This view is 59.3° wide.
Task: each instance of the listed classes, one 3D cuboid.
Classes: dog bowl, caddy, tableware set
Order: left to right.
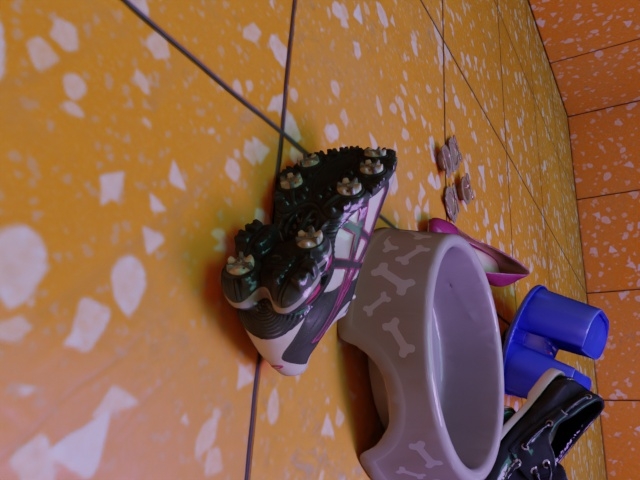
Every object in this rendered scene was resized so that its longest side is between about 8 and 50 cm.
[{"bbox_3d":[0.150,0.148,0.730,0.349,0.102,0.348,24,61,-56],"label":"dog bowl"},{"bbox_3d":[0.252,-0.119,1.053,0.169,0.020,0.141,-38,115,-56],"label":"tableware set"},{"bbox_3d":[0.482,0.231,1.201,0.341,0.179,0.241,29,80,-54],"label":"caddy"}]

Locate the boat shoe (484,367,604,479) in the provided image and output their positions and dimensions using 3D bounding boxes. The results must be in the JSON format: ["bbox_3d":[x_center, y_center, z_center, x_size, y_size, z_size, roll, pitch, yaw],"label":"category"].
[{"bbox_3d":[0.348,0.348,0.895,0.340,0.113,0.127,-35,127,-34],"label":"boat shoe"}]

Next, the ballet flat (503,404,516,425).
[{"bbox_3d":[0.268,0.285,0.925,0.073,0.067,0.206,-51,141,4],"label":"ballet flat"}]

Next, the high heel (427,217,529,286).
[{"bbox_3d":[0.264,0.020,0.939,0.244,0.117,0.082,43,47,-47],"label":"high heel"}]

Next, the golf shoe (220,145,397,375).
[{"bbox_3d":[0.000,0.000,0.542,0.273,0.105,0.120,-54,144,-43],"label":"golf shoe"}]
